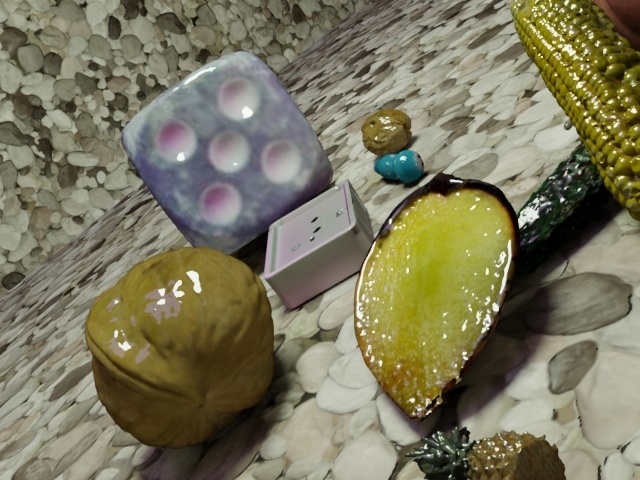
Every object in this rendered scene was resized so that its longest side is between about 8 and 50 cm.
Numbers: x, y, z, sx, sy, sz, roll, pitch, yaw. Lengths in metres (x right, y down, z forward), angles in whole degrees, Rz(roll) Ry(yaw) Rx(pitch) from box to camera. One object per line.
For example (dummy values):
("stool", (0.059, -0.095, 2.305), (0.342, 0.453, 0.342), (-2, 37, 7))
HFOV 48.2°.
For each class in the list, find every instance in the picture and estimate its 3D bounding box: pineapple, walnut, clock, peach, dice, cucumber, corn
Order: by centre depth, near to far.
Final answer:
("pineapple", (0.112, 0.161, 0.502), (0.058, 0.058, 0.124), (-45, 8, -27))
("peach", (0.118, 0.053, 0.679), (0.189, 0.068, 0.279), (-29, 37, 40))
("corn", (0.273, -0.143, 0.684), (0.097, 0.097, 0.320), (-29, 55, 15))
("cucumber", (0.267, -0.059, 0.725), (0.293, 0.067, 0.067), (-41, 20, -15))
("walnut", (-0.150, 0.117, 0.795), (0.228, 0.228, 0.228), (-30, 20, 12))
("clock", (0.000, 0.000, 1.020), (0.150, 0.063, 0.197), (-31, 20, 11))
("dice", (-0.156, -0.140, 1.225), (0.270, 0.271, 0.270), (-35, 5, -4))
("walnut", (0.116, -0.190, 1.261), (0.096, 0.082, 0.079), (-10, 59, 47))

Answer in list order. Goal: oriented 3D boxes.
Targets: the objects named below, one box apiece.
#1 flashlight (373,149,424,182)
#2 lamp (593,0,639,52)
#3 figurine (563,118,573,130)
("flashlight", (0.118, -0.116, 1.125), (0.051, 0.051, 0.129), (-40, 18, -14))
("lamp", (0.431, -0.278, 0.706), (0.305, 0.240, 0.305), (-25, -22, -11))
("figurine", (0.340, -0.149, 0.861), (0.083, 0.047, 0.050), (11, 64, 55))
